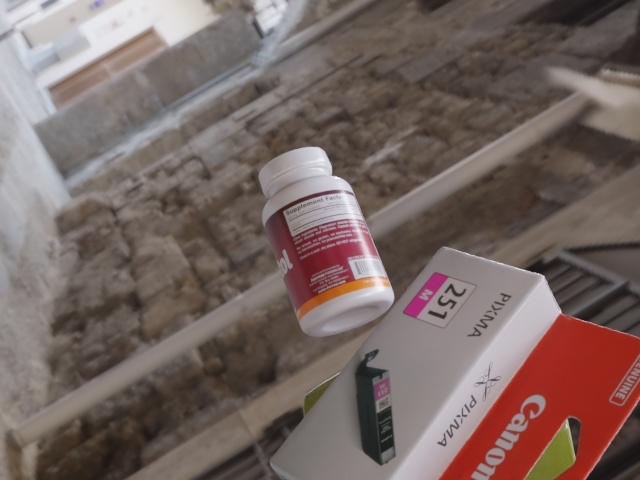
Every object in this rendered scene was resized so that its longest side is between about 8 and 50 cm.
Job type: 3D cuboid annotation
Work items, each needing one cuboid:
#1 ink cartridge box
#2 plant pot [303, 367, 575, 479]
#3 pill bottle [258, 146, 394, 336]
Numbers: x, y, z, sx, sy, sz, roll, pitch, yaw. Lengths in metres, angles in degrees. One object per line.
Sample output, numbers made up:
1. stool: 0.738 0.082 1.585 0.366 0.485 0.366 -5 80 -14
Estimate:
1. ink cartridge box: 0.124 0.143 0.906 0.239 0.275 0.060 17 -31 48
2. plant pot: 0.137 0.217 1.260 0.275 0.293 0.275 -12 90 -82
3. pill bottle: 0.000 0.000 0.916 0.086 0.086 0.152 73 -4 -71
